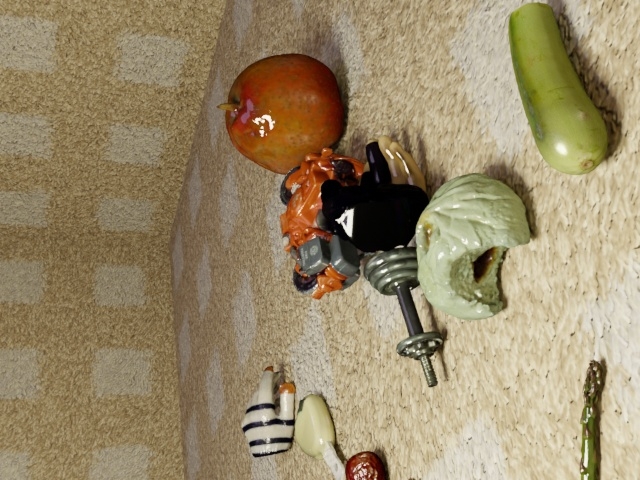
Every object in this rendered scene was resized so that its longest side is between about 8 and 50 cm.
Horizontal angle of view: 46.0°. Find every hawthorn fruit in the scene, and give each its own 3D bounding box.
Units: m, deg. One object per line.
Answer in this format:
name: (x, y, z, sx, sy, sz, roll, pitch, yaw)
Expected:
hawthorn fruit: (-0.103, -0.288, 1.693, 0.277, 0.298, 0.277, 3, 94, 57)

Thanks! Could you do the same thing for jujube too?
jujube: (0.087, 0.453, 1.385, 0.077, 0.077, 0.129, 136, 128, -62)

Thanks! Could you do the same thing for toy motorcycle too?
toy motorcycle: (0.012, -0.051, 1.495, 0.221, 0.148, 0.325, -34, 50, 30)

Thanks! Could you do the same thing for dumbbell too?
dumbbell: (0.146, 0.119, 1.242, 0.110, 0.110, 0.254, 123, 138, -54)

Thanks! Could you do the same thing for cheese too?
cheese: (0.005, 0.443, 1.645, 0.251, 0.054, 0.127, -134, 51, -63)

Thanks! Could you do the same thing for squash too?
squash: (0.286, -0.183, 0.925, 0.083, 0.083, 0.250, 119, 151, -51)

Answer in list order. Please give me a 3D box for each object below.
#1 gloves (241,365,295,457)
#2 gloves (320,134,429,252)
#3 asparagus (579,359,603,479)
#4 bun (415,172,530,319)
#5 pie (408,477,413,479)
gloves: (-0.138, 0.437, 1.942, 0.140, 0.131, 0.218, 146, 115, -63)
gloves: (0.088, -0.078, 1.312, 0.301, 0.197, 0.152, -85, -16, -51)
asparagus: (0.310, 0.261, 0.867, 0.025, 0.024, 0.248, 1, 87, 28)
bun: (0.198, 0.009, 1.067, 0.204, 0.126, 0.212, -171, 83, -72)
pie: (0.155, 0.493, 1.252, 0.092, 0.034, 0.170, -173, 92, -72)
